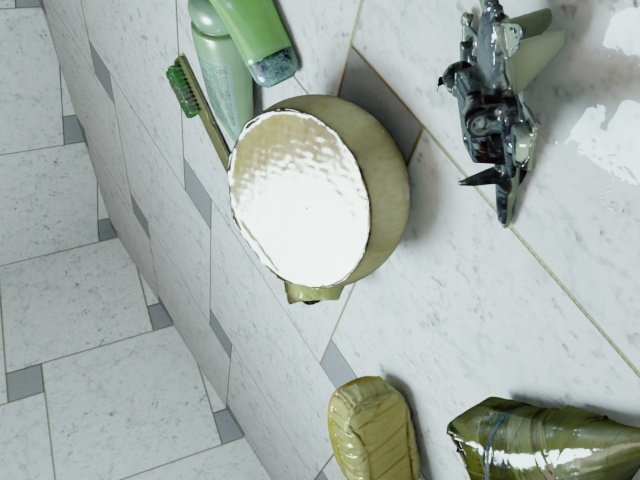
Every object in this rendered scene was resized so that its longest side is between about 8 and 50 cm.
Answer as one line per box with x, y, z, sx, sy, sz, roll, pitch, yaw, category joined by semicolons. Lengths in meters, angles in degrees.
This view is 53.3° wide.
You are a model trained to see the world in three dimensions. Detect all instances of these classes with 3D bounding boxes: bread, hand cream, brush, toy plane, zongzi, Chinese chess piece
0.091;0.343;1.114;0.106;0.140;0.236;29;138;57;bread
-0.158;-0.277;1.059;0.147;0.093;0.305;51;156;28;hand cream
-0.247;-0.248;1.337;0.282;0.048;0.054;64;160;-3;brush
0.157;-0.099;0.585;0.261;0.088;0.192;84;177;-45;toy plane
0.286;0.299;0.687;0.274;0.125;0.250;-19;96;61;zongzi
-0.094;-0.308;0.912;0.174;0.095;0.046;64;-173;-7;hand cream
-0.006;-0.062;0.841;0.257;0.104;0.257;17;117;36;Chinese chess piece

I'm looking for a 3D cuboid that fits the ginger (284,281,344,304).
0.000;-0.003;1.014;0.122;0.115;0.193;-62;-27;-82;ginger

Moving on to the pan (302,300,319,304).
-0.020;0.078;1.202;0.114;0.040;0.212;63;158;-12;pan
